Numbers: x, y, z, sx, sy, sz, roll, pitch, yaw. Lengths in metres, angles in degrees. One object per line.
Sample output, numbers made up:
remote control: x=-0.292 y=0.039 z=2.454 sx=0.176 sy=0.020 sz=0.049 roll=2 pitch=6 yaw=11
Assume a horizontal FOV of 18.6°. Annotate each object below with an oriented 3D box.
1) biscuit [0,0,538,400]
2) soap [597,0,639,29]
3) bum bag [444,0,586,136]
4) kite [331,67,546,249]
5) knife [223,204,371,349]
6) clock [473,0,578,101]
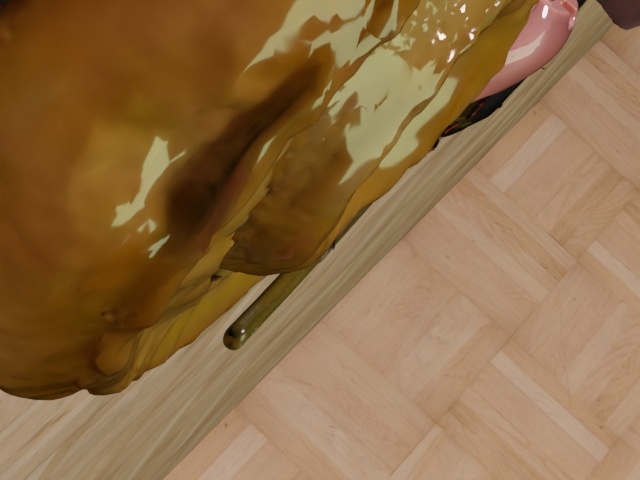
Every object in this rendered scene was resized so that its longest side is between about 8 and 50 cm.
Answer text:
biscuit: x=-0.004 y=-0.064 z=0.606 sx=0.296 sy=0.102 sz=0.296 roll=-45 pitch=175 yaw=-5
soap: x=0.376 y=-0.310 z=1.547 sx=0.296 sy=0.107 sz=0.285 roll=-47 pitch=-164 yaw=-27
bum bag: x=0.149 y=-0.155 z=1.571 sx=0.107 sy=0.060 sz=0.232 roll=-30 pitch=163 yaw=-46
kite: x=-0.014 y=-0.027 z=1.107 sx=0.321 sy=0.016 sz=0.234 roll=-32 pitch=-163 yaw=12
knife: x=0.000 y=0.001 z=1.728 sx=0.343 sy=0.027 sz=0.061 roll=-47 pitch=174 yaw=-45
clock: x=0.041 y=-0.082 z=0.940 sx=0.162 sy=0.093 sz=0.166 roll=-46 pitch=177 yaw=19
